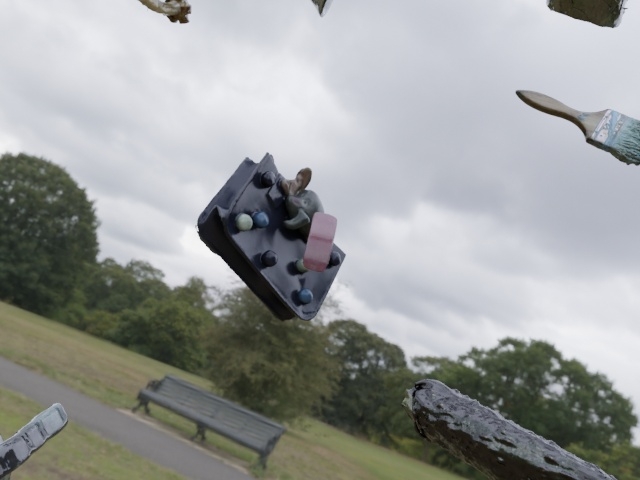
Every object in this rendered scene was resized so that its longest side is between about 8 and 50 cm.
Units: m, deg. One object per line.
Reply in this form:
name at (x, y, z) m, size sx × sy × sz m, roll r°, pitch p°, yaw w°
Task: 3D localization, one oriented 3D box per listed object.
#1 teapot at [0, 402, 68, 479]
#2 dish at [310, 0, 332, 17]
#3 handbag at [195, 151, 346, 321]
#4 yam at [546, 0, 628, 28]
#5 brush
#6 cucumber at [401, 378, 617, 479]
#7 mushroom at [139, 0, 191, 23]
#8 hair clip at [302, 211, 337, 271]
teapot at (-0.474, 0.318, 0.780) m, size 0.306 × 0.223 × 0.285 m, roll 3°, pitch -2°, yaw -13°
dish at (0.027, -0.644, 1.397) m, size 0.106 × 0.316 × 0.316 m, roll 24°, pitch -14°, yaw -6°
handbag at (-0.079, -0.014, 1.409) m, size 0.118 × 0.269 × 0.325 m, roll -9°, pitch -50°, yaw 42°
yam at (0.470, -0.503, 1.123) m, size 0.154 × 0.154 × 0.254 m, roll 15°, pitch -53°, yaw 22°
brush at (0.356, -0.165, 0.894) m, size 0.196 × 0.070 × 0.021 m, roll 30°, pitch -18°, yaw 22°
cucumber at (0.136, 0.152, 0.475) m, size 0.053 × 0.053 × 0.182 m, roll 32°, pitch -9°, yaw -40°
mushroom at (-0.309, -0.469, 1.281) m, size 0.061 × 0.060 × 0.187 m, roll 12°, pitch 10°, yaw 15°
hair clip at (0.000, -0.001, 1.361) m, size 0.054 × 0.137 × 0.022 m, roll 16°, pitch -27°, yaw -4°
